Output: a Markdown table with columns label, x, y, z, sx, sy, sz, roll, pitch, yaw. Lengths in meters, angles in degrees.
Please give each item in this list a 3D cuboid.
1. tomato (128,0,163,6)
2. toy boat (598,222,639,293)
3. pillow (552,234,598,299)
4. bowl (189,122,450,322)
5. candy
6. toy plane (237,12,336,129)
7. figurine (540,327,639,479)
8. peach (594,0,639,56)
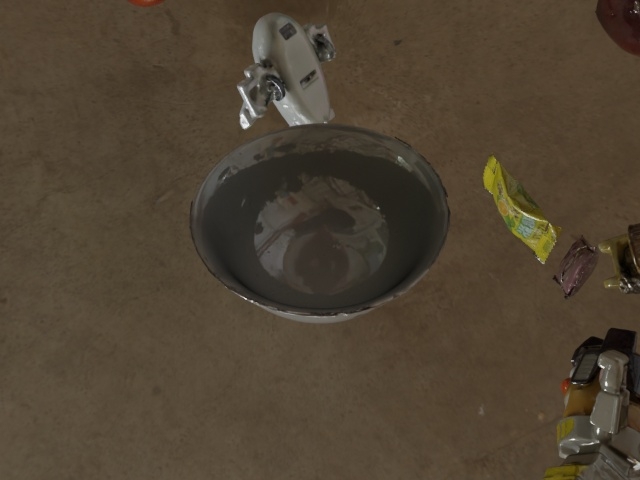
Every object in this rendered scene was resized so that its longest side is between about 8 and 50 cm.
| label | x | y | z | sx | sy | sz | roll | pitch | yaw |
| --- | --- | --- | --- | --- | --- | --- | --- | --- | --- |
| tomato | -0.290 | -0.550 | 1.083 | 0.139 | 0.200 | 0.233 | 5 | 133 | -3 |
| toy boat | 0.387 | 0.000 | 0.567 | 0.226 | 0.068 | 0.088 | -17 | 149 | 37 |
| pillow | 0.501 | 0.051 | 1.152 | 0.043 | 0.185 | 0.118 | 28 | 107 | 11 |
| bowl | 0.000 | 0.000 | 0.832 | 0.345 | 0.345 | 0.157 | -1 | 140 | 1 |
| candy | 0.537 | -0.088 | 1.610 | 0.081 | 0.187 | 0.297 | -30 | 63 | -8 |
| toy plane | -0.054 | -0.298 | 1.112 | 0.122 | 0.267 | 0.267 | 17 | 111 | 40 |
| figurine | 0.415 | 0.270 | 0.858 | 0.143 | 0.308 | 0.308 | 27 | 106 | 16 |
| peach | 0.415 | -0.296 | 0.720 | 0.152 | 0.152 | 0.152 | 0 | 106 | 0 |
